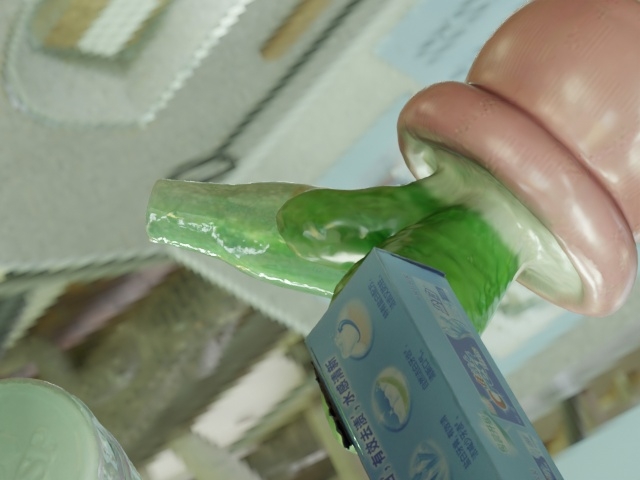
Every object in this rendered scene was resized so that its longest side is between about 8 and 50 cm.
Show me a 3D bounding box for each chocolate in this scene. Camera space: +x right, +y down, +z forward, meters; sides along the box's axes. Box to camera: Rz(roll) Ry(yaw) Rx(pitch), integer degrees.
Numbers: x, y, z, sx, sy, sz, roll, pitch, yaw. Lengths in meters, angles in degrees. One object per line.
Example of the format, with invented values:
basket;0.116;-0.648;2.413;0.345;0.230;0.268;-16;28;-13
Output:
chocolate;0.000;0.000;1.585;0.291;0.110;0.110;11;161;5

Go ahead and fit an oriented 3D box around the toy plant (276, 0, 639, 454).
toy plant;0.121;-0.019;1.311;0.356;0.210;0.317;-40;171;-12

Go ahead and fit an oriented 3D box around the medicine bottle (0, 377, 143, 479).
medicine bottle;-0.184;0.177;1.249;0.135;0.135;0.168;-25;154;-4

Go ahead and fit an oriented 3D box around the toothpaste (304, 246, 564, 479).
toothpaste;0.068;0.112;0.785;0.053;0.272;0.066;22;115;-34
